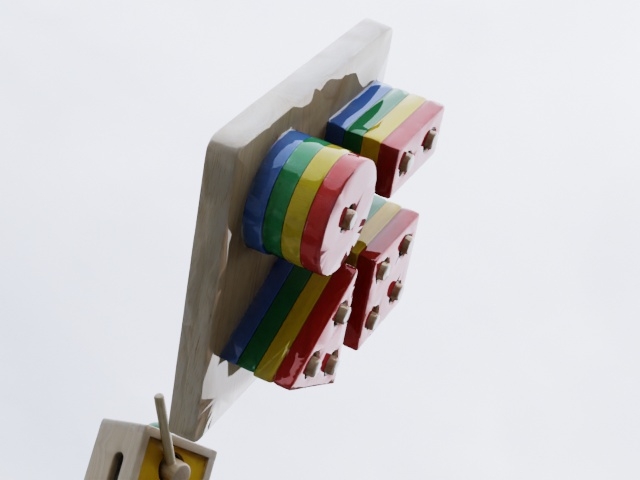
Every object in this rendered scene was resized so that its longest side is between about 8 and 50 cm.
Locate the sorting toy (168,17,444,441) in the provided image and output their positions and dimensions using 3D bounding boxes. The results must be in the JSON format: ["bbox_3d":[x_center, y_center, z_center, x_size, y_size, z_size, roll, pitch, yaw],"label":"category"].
[{"bbox_3d":[0.000,0.000,1.157,0.089,0.255,0.257,23,-55,17],"label":"sorting toy"}]

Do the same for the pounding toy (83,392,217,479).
[{"bbox_3d":[-0.174,0.239,1.594,0.100,0.141,0.130,2,-19,42],"label":"pounding toy"}]
